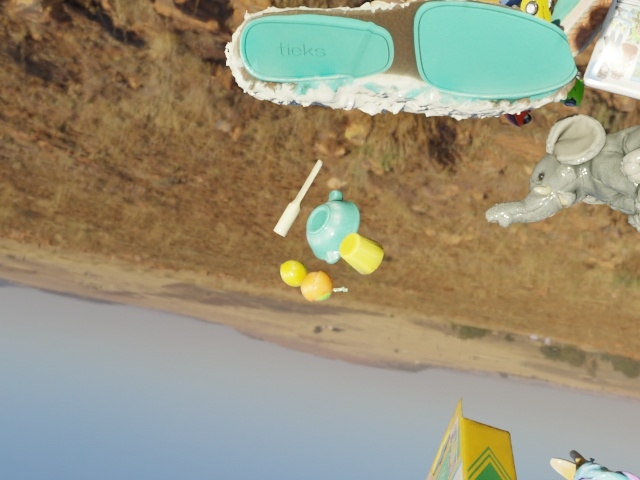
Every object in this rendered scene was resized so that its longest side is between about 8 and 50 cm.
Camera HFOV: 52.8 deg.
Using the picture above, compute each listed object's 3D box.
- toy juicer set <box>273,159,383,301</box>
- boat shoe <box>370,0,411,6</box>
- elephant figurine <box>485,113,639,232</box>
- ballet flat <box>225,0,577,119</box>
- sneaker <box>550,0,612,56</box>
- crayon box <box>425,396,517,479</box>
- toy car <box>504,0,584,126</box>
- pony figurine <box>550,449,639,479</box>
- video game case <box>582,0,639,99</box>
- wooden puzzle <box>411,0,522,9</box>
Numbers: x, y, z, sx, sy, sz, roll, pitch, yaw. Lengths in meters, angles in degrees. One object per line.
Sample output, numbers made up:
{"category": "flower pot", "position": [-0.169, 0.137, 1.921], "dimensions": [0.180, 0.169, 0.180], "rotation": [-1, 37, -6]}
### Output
{"category": "toy juicer set", "position": [0.000, 0.000, 1.330], "dimensions": [0.089, 0.209, 0.329], "rotation": [30, -159, -36]}
{"category": "boat shoe", "position": [0.186, -0.417, 1.231], "dimensions": [0.123, 0.123, 0.342], "rotation": [32, -169, 23]}
{"category": "elephant figurine", "position": [0.397, -0.105, 0.968], "dimensions": [0.239, 0.169, 0.186], "rotation": [13, -156, 40]}
{"category": "ballet flat", "position": [0.093, -0.217, 0.790], "dimensions": [0.409, 0.147, 0.147], "rotation": [3, 171, -2]}
{"category": "sneaker", "position": [0.553, -0.515, 1.295], "dimensions": [0.108, 0.302, 0.121], "rotation": [33, -167, -43]}
{"category": "crayon box", "position": [0.212, 0.408, 0.931], "dimensions": [0.083, 0.203, 0.323], "rotation": [17, -157, 3]}
{"category": "toy car", "position": [0.385, -0.286, 1.114], "dimensions": [0.225, 0.239, 0.053], "rotation": [16, 174, -43]}
{"category": "pony figurine", "position": [0.423, 0.395, 0.662], "dimensions": [0.363, 0.302, 0.351], "rotation": [24, -153, -1]}
{"category": "video game case", "position": [0.641, -0.356, 1.040], "dimensions": [0.329, 0.300, 0.036], "rotation": [21, -165, 17]}
{"category": "wooden puzzle", "position": [0.257, -0.473, 1.147], "dimensions": [0.322, 0.348, 0.080], "rotation": [-32, 177, -43]}
